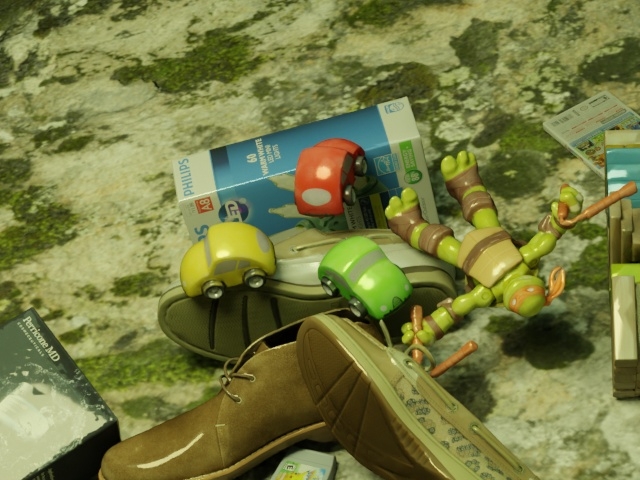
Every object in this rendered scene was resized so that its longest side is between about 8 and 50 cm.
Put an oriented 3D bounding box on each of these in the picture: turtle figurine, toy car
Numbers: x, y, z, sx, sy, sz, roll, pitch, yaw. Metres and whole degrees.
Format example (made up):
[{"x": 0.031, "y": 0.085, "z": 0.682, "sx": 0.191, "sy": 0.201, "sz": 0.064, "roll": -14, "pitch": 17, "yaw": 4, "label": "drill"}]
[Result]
[{"x": 0.169, "y": 0.005, "z": 1.916, "sx": 0.269, "sy": 0.087, "sz": 0.217, "roll": -44, "pitch": 44, "yaw": 6, "label": "turtle figurine"}, {"x": 0.000, "y": 0.000, "z": 1.930, "sx": 0.239, "sy": 0.053, "sz": 0.225, "roll": -40, "pitch": 47, "yaw": -19, "label": "toy car"}]

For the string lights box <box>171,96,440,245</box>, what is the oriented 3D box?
[{"x": -0.015, "y": -0.050, "z": 2.116, "sx": 0.259, "sy": 0.133, "sz": 0.077, "roll": -16, "pitch": 41, "yaw": 1, "label": "string lights box"}]

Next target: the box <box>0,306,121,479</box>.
[{"x": -0.300, "y": 0.177, "z": 1.944, "sx": 0.158, "sy": 0.093, "sz": 0.156, "roll": -32, "pitch": 66, "yaw": -19, "label": "box"}]

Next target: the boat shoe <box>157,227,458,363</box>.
[{"x": -0.014, "y": 0.051, "z": 2.030, "sx": 0.302, "sy": 0.113, "sz": 0.103, "roll": -3, "pitch": 40, "yaw": -1, "label": "boat shoe"}]

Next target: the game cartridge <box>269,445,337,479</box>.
[{"x": -0.020, "y": 0.231, "z": 1.892, "sx": 0.056, "sy": 0.017, "sz": 0.083, "roll": 12, "pitch": 48, "yaw": 24, "label": "game cartridge"}]

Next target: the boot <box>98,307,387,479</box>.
[{"x": -0.078, "y": 0.153, "z": 1.910, "sx": 0.305, "sy": 0.115, "sz": 0.112, "roll": -21, "pitch": 28, "yaw": -7, "label": "boot"}]

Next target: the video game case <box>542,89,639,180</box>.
[{"x": 0.312, "y": -0.115, "z": 2.182, "sx": 0.087, "sy": 0.011, "sz": 0.122, "roll": -27, "pitch": 42, "yaw": -14, "label": "video game case"}]

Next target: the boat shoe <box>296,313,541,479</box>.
[{"x": 0.091, "y": 0.171, "z": 1.819, "sx": 0.089, "sy": 0.104, "sz": 0.285, "roll": -31, "pitch": 73, "yaw": -35, "label": "boat shoe"}]

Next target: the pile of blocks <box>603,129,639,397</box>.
[{"x": 0.335, "y": -0.002, "z": 1.943, "sx": 0.112, "sy": 0.149, "sz": 0.362, "roll": -1, "pitch": 43, "yaw": 7, "label": "pile of blocks"}]
